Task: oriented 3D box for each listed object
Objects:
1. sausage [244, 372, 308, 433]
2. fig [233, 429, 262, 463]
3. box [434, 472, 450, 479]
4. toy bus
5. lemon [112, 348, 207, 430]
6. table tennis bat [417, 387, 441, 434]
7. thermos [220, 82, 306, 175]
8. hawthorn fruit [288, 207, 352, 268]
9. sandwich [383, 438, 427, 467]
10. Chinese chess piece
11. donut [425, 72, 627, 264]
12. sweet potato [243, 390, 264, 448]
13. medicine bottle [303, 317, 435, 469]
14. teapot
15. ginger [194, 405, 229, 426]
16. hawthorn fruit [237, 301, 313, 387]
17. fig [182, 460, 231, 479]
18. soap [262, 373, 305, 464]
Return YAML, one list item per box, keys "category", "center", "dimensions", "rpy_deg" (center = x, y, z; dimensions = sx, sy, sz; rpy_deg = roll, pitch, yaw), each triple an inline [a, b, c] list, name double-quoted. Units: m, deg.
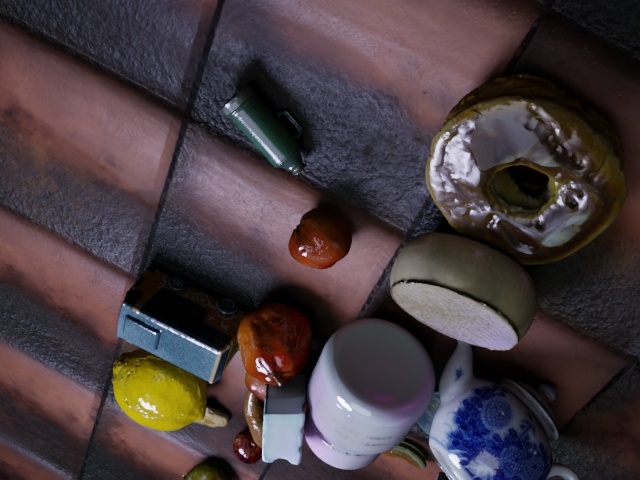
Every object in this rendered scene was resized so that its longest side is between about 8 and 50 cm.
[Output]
- category: "sausage"
  center: [-0.057, 0.391, 1.831]
  dimensions: [0.300, 0.083, 0.089]
  rpy_deg: [42, 90, -11]
- category: "fig"
  center: [-0.193, 0.545, 2.011]
  dimensions: [0.089, 0.089, 0.125]
  rpy_deg: [36, 155, -4]
- category: "box"
  center: [0.301, 0.728, 1.752]
  dimensions: [0.190, 0.297, 0.225]
  rpy_deg: [21, 114, 13]
- category: "toy bus"
  center: [-0.318, 0.191, 1.747]
  dimensions: [0.275, 0.167, 0.139]
  rpy_deg: [26, 130, 5]
- category: "lemon"
  center: [-0.393, 0.361, 1.879]
  dimensions: [0.260, 0.204, 0.204]
  rpy_deg: [31, 130, -5]
- category: "table tennis bat"
  center: [0.322, 0.412, 1.712]
  dimensions: [0.237, 0.038, 0.149]
  rpy_deg: [23, 124, 10]
- category: "thermos"
  center: [-0.097, -0.205, 1.439]
  dimensions: [0.188, 0.083, 0.073]
  rpy_deg: [48, 149, -15]
- category: "hawthorn fruit"
  center: [0.000, 0.000, 1.507]
  dimensions: [0.128, 0.128, 0.128]
  rpy_deg: [12, 127, 16]
- category: "sandwich"
  center: [0.190, 0.505, 1.837]
  dimensions: [0.135, 0.029, 0.067]
  rpy_deg: [9, 126, 18]
- category: "Chinese chess piece"
  center: [0.258, 0.096, 1.396]
  dimensions: [0.270, 0.112, 0.270]
  rpy_deg: [25, 160, 9]
- category: "donut"
  center: [0.343, -0.120, 1.260]
  dimensions: [0.330, 0.160, 0.330]
  rpy_deg: [17, 140, 15]
- category: "sweet potato"
  center: [-0.141, 0.480, 1.941]
  dimensions: [0.058, 0.078, 0.255]
  rpy_deg: [18, 140, 60]
- category: "medicine bottle"
  center: [0.089, 0.336, 1.624]
  dimensions: [0.241, 0.241, 0.302]
  rpy_deg: [26, 138, 5]
- category: "teapot"
  center: [0.373, 0.385, 1.551]
  dimensions: [0.424, 0.280, 0.252]
  rpy_deg: [53, 169, 6]
- category: "ginger"
  center: [-0.384, 0.454, 2.020]
  dimensions: [0.294, 0.086, 0.131]
  rpy_deg: [9, 128, 13]
- category: "hawthorn fruit"
  center: [-0.102, 0.220, 1.668]
  dimensions: [0.173, 0.179, 0.174]
  rpy_deg: [14, 124, 21]
- category: "fig"
  center: [-0.326, 0.663, 2.137]
  dimensions: [0.133, 0.185, 0.127]
  rpy_deg: [28, 93, -36]
- category: "soap"
  center: [-0.081, 0.378, 1.675]
  dimensions: [0.091, 0.230, 0.145]
  rpy_deg: [5, 96, -3]
